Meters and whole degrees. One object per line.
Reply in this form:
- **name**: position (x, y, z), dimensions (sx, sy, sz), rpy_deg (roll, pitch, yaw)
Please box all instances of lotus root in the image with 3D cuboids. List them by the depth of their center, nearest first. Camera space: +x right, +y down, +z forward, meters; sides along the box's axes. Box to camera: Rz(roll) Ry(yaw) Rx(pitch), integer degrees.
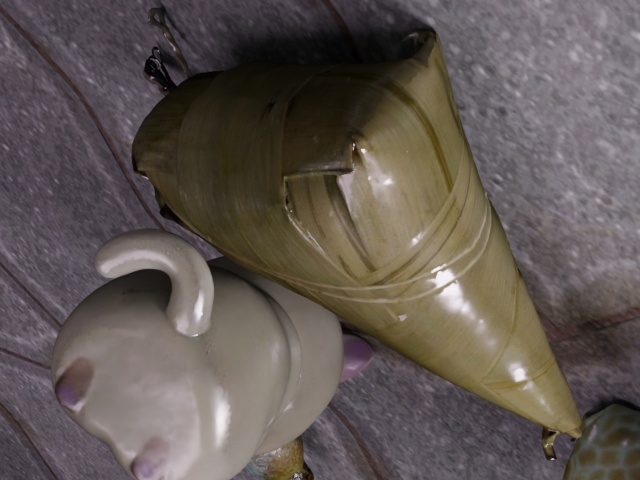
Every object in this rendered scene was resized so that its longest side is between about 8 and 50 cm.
- **lotus root**: position (-0.077, 0.227, 2.137), dimensions (0.192, 0.088, 0.113), rpy_deg (47, 170, -11)

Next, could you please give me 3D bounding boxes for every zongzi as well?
- **zongzi**: position (0.000, 0.000, 1.598), dimensions (0.447, 0.181, 0.418), rpy_deg (9, 139, 52)

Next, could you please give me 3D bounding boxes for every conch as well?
- **conch**: position (0.278, 0.234, 1.645), dimensions (0.116, 0.106, 0.173), rpy_deg (7, 126, 22)

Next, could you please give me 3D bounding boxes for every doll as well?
- **doll**: position (-0.109, 0.119, 1.734), dimensions (0.215, 0.226, 0.370), rpy_deg (30, -175, 18)
